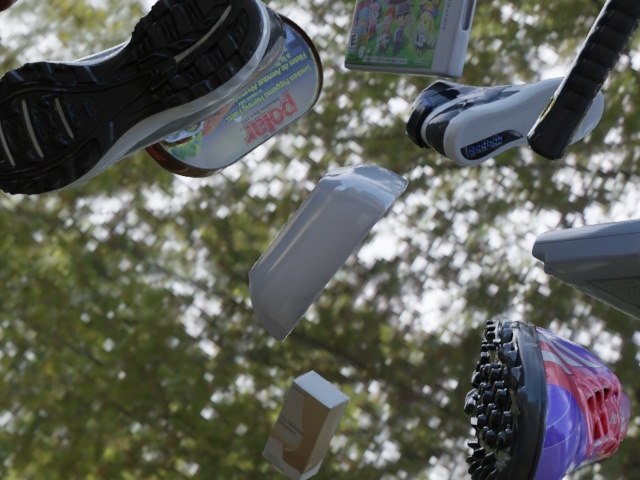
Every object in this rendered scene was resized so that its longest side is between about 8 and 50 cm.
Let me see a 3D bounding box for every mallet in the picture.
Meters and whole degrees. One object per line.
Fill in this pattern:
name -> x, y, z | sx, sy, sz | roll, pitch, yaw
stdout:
mallet -> 0.117, -0.106, 0.458 | 0.039, 0.062, 0.189 | 26, -75, -3

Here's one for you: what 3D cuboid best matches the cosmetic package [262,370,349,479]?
cosmetic package -> -0.017, 0.213, 1.652 | 0.060, 0.041, 0.115 | 34, -60, 24

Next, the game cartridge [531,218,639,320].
game cartridge -> 0.392, 0.053, 1.508 | 0.297, 0.062, 0.198 | 25, -21, -27

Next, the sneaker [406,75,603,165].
sneaker -> 0.188, -0.144, 1.540 | 0.121, 0.217, 0.079 | 32, -53, 48

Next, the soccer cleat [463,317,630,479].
soccer cleat -> 0.165, 0.115, 1.000 | 0.116, 0.108, 0.318 | 15, 3, 4

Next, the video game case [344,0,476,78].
video game case -> 0.104, -0.278, 1.587 | 0.023, 0.193, 0.212 | 10, 3, -31

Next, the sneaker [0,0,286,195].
sneaker -> -0.143, -0.105, 1.093 | 0.272, 0.108, 0.100 | -22, -97, 20

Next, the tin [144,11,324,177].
tin -> -0.078, -0.125, 1.237 | 0.106, 0.190, 0.040 | 53, -34, 0

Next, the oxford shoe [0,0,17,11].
oxford shoe -> -0.357, -0.341, 1.283 | 0.348, 0.130, 0.123 | 42, -35, 8

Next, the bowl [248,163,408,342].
bowl -> 0.000, 0.000, 1.061 | 0.053, 0.142, 0.142 | 38, -78, 0
